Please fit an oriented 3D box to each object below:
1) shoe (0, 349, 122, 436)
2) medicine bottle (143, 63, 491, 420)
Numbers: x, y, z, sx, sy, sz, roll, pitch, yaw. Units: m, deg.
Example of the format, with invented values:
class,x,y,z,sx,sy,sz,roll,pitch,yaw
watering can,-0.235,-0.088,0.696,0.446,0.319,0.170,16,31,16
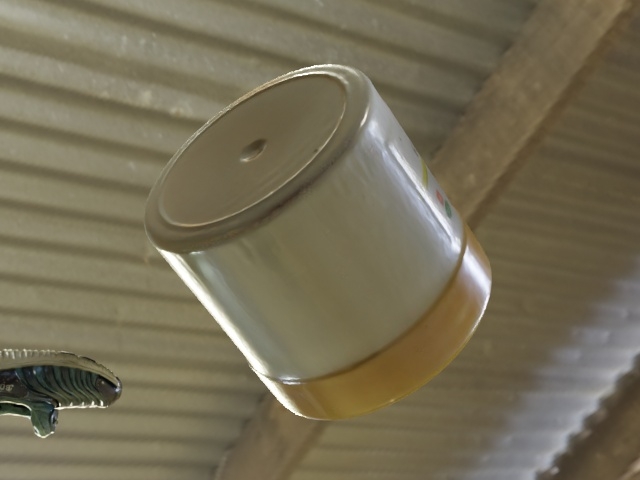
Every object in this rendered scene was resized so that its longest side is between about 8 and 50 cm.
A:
class,x,y,z,sx,sy,sz,roll,pitch,yaw
shoe,-0.239,0.132,1.056,0.143,0.071,0.064,2,-19,-19
medicine bottle,0.000,0.000,1.111,0.238,0.238,0.232,-34,-61,2
